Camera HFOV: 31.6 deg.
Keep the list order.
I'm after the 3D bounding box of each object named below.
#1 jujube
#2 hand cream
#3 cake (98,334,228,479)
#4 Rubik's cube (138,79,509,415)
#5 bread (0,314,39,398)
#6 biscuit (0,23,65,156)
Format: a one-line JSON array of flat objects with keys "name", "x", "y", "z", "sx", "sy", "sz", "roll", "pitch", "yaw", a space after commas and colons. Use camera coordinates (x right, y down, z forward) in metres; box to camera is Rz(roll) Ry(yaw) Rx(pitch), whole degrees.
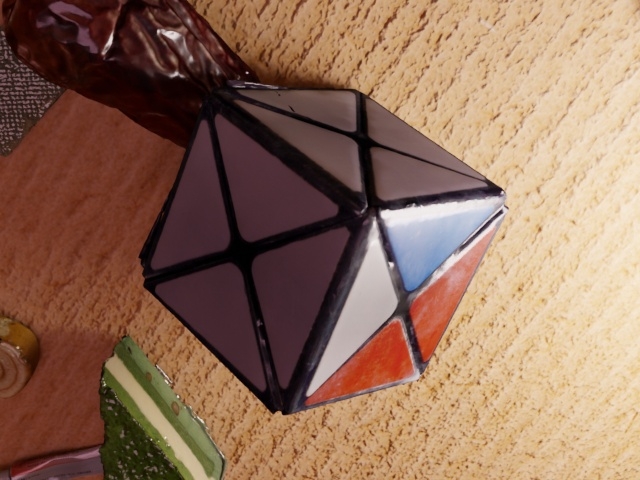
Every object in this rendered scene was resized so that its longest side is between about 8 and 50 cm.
[{"name": "jujube", "x": -0.234, "y": -0.247, "z": 1.423, "sx": 0.342, "sy": 0.216, "sz": 0.216, "roll": 32, "pitch": 113, "yaw": -22}, {"name": "hand cream", "x": -0.418, "y": 0.362, "z": 1.811, "sx": 0.216, "sy": 0.038, "sz": 0.052, "roll": -10, "pitch": 139, "yaw": 0}, {"name": "cake", "x": -0.293, "y": 0.304, "z": 1.708, "sx": 0.172, "sy": 0.158, "sz": 0.284, "roll": -27, "pitch": 110, "yaw": 15}, {"name": "Rubik's cube", "x": 0.000, "y": 0.000, "z": 1.426, "sx": 0.310, "sy": 0.305, "sz": 0.307, "roll": 40, "pitch": 119, "yaw": 30}, {"name": "bread", "x": -0.502, "y": 0.174, "z": 1.697, "sx": 0.149, "sy": 0.073, "sz": 0.122, "roll": 20, "pitch": 117, "yaw": -8}, {"name": "biscuit", "x": -0.411, "y": -0.217, "z": 1.525, "sx": 0.121, "sy": 0.040, "sz": 0.199, "roll": 40, "pitch": 110, "yaw": -15}]
